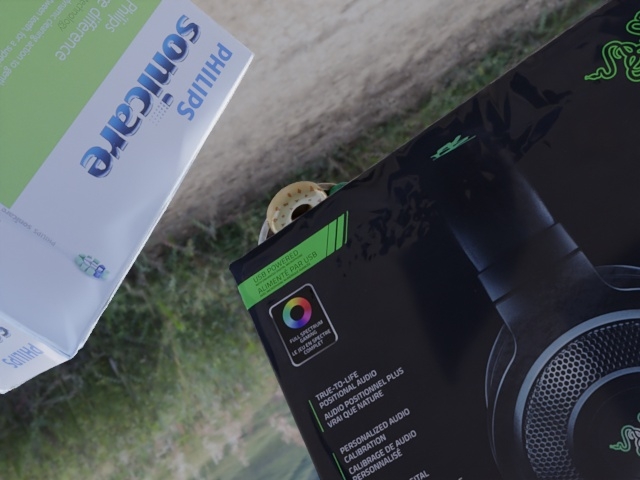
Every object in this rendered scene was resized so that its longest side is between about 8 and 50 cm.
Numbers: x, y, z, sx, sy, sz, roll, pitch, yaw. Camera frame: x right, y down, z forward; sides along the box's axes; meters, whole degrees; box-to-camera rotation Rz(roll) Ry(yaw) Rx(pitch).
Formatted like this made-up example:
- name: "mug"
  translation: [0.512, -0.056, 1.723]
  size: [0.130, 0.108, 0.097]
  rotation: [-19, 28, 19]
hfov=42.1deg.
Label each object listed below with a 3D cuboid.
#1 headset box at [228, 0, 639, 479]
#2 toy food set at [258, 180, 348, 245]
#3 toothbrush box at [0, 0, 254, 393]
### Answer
- name: "headset box"
  translation: [0.125, 0.057, 0.380]
  size: [0.246, 0.283, 0.131]
  rotation: [-34, 149, 13]
- name: "toy food set"
  translation: [0.000, 0.000, 0.539]
  size: [0.083, 0.020, 0.083]
  rotation: [3, 113, -25]
- name: "toothbrush box"
  translation: [-0.207, -0.090, 0.408]
  size: [0.122, 0.283, 0.206]
  rotation: [-28, -148, 52]
